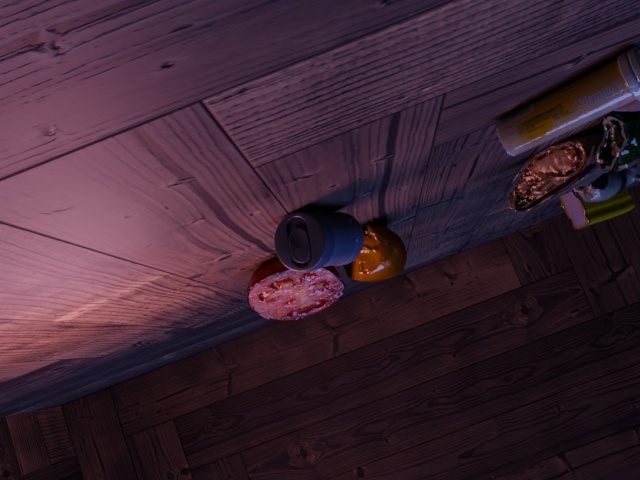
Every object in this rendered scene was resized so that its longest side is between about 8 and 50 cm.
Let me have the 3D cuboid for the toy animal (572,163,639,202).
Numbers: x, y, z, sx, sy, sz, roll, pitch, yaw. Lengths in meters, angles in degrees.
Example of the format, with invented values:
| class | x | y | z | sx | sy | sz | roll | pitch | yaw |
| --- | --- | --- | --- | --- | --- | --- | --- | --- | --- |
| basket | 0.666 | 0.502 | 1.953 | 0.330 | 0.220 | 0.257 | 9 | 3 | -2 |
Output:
| class | x | y | z | sx | sy | sz | roll | pitch | yaw |
| --- | --- | --- | --- | --- | --- | --- | --- | --- | --- |
| toy animal | 0.727 | -0.167 | 1.796 | 0.225 | 0.121 | 0.094 | -16 | 170 | -34 |

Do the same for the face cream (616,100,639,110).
| class | x | y | z | sx | sy | sz | roll | pitch | yaw |
| --- | --- | --- | --- | --- | --- | --- | --- | --- | --- |
| face cream | 0.577 | -0.260 | 1.060 | 0.235 | 0.137 | 0.420 | -25 | -179 | 16 |

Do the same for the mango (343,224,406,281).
| class | x | y | z | sx | sy | sz | roll | pitch | yaw |
| --- | --- | --- | --- | --- | --- | --- | --- | --- | --- |
| mango | 0.121 | 0.035 | 1.628 | 0.154 | 0.126 | 0.252 | -10 | 173 | 6 |

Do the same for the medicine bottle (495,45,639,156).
| class | x | y | z | sx | sy | sz | roll | pitch | yaw |
| --- | --- | --- | --- | --- | --- | --- | --- | --- | --- |
| medicine bottle | 0.363 | -0.194 | 1.013 | 0.218 | 0.074 | 0.074 | -25 | 170 | 37 |

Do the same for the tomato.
| class | x | y | z | sx | sy | sz | roll | pitch | yaw |
| --- | --- | --- | --- | --- | --- | --- | --- | --- | --- |
| tomato | -0.060 | 0.092 | 1.584 | 0.225 | 0.085 | 0.225 | -7 | 147 | -5 |

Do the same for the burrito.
| class | x | y | z | sx | sy | sz | roll | pitch | yaw |
| --- | --- | --- | --- | --- | --- | --- | --- | --- | --- |
| burrito | 0.570 | -0.173 | 1.490 | 0.347 | 0.107 | 0.175 | -21 | 156 | -11 |

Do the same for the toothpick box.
| class | x | y | z | sx | sy | sz | roll | pitch | yaw |
| --- | --- | --- | --- | --- | --- | --- | --- | --- | --- |
| toothpick box | 0.000 | 0.000 | 1.230 | 0.101 | 0.101 | 0.153 | -25 | 170 | 26 |

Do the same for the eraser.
| class | x | y | z | sx | sy | sz | roll | pitch | yaw |
| --- | --- | --- | --- | --- | --- | --- | --- | --- | --- |
| eraser | 0.791 | -0.131 | 2.031 | 0.226 | 0.158 | 0.069 | -15 | 171 | -30 |

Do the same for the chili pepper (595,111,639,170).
| class | x | y | z | sx | sy | sz | roll | pitch | yaw |
| --- | --- | --- | --- | --- | --- | --- | --- | --- | --- |
| chili pepper | 0.673 | -0.230 | 1.370 | 0.270 | 0.136 | 0.099 | -22 | -144 | -12 |
